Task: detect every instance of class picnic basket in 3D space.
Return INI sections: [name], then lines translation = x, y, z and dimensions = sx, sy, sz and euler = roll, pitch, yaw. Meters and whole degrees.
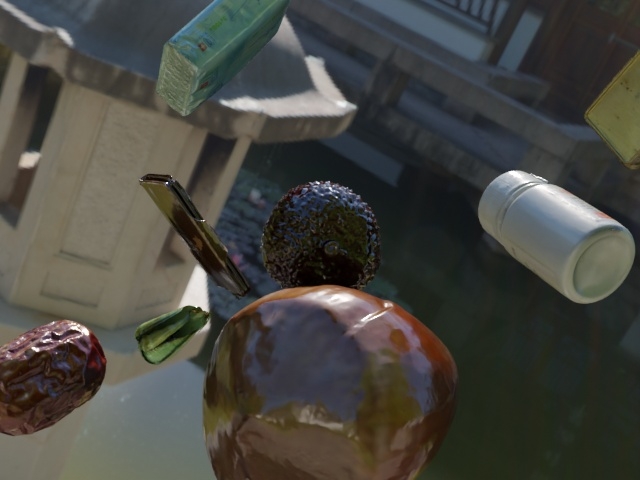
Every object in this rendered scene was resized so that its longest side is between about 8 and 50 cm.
[picnic basket]
translation = 0.459, -0.187, 1.169
dimensions = 0.080, 0.164, 0.115
euler = 3, 47, -39

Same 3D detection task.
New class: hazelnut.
[hazelnut]
translation = 0.011, 0.211, 1.159
dimensions = 0.373, 0.315, 0.372
euler = -12, 2, 0

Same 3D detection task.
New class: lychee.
[lychee]
translation = -0.002, -0.001, 1.295
dimensions = 0.195, 0.194, 0.194
euler = 22, 20, -9

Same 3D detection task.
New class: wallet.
[wallet]
translation = -0.148, -0.006, 1.028
dimensions = 0.095, 0.026, 0.176
euler = 12, -41, 58

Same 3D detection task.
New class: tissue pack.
[tissue pack]
translation = -0.162, -0.351, 1.480
dimensions = 0.089, 0.177, 0.263
euler = 43, 65, 1

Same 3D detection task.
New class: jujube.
[jujube]
translation = -0.501, 0.245, 1.529
dimensions = 0.174, 0.174, 0.250
euler = 34, 31, 22

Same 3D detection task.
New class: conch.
[conch]
translation = -0.297, 0.176, 1.663
dimensions = 0.106, 0.170, 0.079
euler = 27, 29, -56

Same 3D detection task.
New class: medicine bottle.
[medicine bottle]
translation = 0.374, -0.013, 1.382
dimensions = 0.145, 0.144, 0.252
euler = 11, 20, -33
